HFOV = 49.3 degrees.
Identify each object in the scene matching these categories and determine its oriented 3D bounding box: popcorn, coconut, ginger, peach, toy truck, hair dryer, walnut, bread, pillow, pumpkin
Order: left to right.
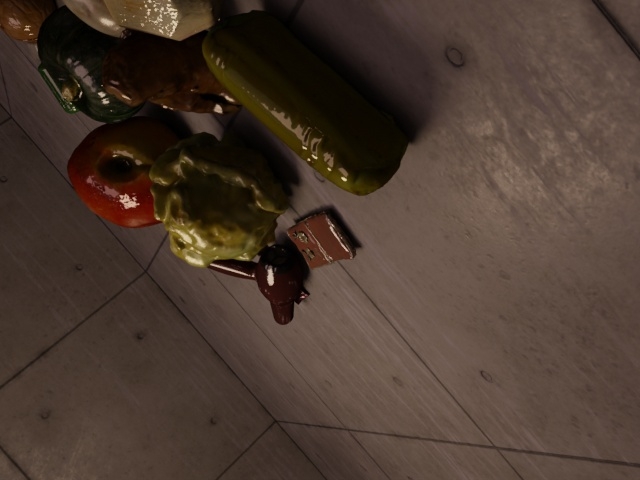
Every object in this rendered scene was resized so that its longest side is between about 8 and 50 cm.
[{"bbox_3d":[-0.809,-0.628,1.902,0.207,0.167,0.167,43,157,17],"label":"walnut"},{"bbox_3d":[-0.763,-0.502,2.065,0.101,0.125,0.242,23,146,48],"label":"toy truck"},{"bbox_3d":[-0.554,-0.426,1.695,0.300,0.207,0.300,40,158,20],"label":"pumpkin"},{"bbox_3d":[-0.498,-0.180,1.890,0.373,0.373,0.289,155,105,-67],"label":"peach"},{"bbox_3d":[-0.263,-0.441,1.119,0.237,0.237,0.197,51,-176,-6],"label":"coconut"},{"bbox_3d":[-0.272,-0.316,1.280,0.165,0.321,0.172,-40,71,37],"label":"ginger"},{"bbox_3d":[-0.233,-0.100,1.564,0.312,0.312,0.312,39,156,21],"label":"popcorn"},{"bbox_3d":[-0.216,0.098,1.888,0.341,0.123,0.312,15,145,5],"label":"hair dryer"},{"bbox_3d":[-0.030,-0.219,1.129,0.383,0.166,0.112,43,137,12],"label":"bread"},{"bbox_3d":[0.000,0.000,1.594,0.126,0.043,0.232,53,156,-8],"label":"pillow"}]

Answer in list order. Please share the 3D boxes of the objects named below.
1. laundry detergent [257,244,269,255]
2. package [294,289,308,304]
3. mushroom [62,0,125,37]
[{"bbox_3d":[-0.203,-0.061,1.821,0.237,0.076,0.171,53,156,-15],"label":"laundry detergent"},{"bbox_3d":[-0.066,0.149,1.974,0.059,0.029,0.083,46,149,-2],"label":"package"},{"bbox_3d":[-0.362,-0.504,1.274,0.243,0.243,0.243,39,156,21],"label":"mushroom"}]
